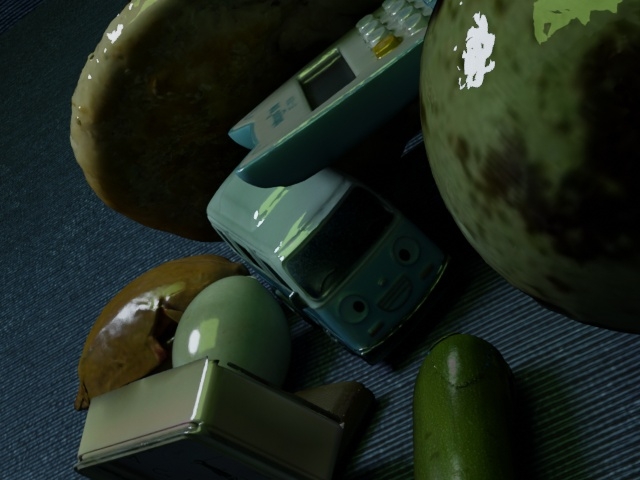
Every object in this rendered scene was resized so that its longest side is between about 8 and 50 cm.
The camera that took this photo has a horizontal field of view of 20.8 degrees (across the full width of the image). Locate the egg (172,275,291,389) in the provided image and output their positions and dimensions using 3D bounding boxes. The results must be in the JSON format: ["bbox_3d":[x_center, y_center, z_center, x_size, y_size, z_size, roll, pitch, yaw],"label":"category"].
[{"bbox_3d":[-0.084,0.103,1.662,0.114,0.114,0.152,-24,46,43],"label":"egg"}]

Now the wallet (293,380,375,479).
[{"bbox_3d":[-0.030,0.211,1.500,0.110,0.031,0.198,-17,36,50],"label":"wallet"}]

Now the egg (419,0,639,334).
[{"bbox_3d":[0.259,-0.132,1.162,0.428,0.345,0.345,-49,22,-21],"label":"egg"}]

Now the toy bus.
[{"bbox_3d":[0.000,0.000,1.628,0.133,0.165,0.271,-48,22,-5],"label":"toy bus"}]

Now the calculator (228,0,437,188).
[{"bbox_3d":[0.082,-0.186,1.547,0.386,0.054,0.256,-41,14,6],"label":"calculator"}]

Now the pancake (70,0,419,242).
[{"bbox_3d":[-0.063,-0.139,1.735,0.387,0.387,0.082,-39,46,17],"label":"pancake"}]

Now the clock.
[{"bbox_3d":[-0.093,0.171,1.442,0.192,0.147,0.071,-21,47,47],"label":"clock"}]

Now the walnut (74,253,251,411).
[{"bbox_3d":[-0.164,0.103,1.788,0.245,0.137,0.137,-39,23,23],"label":"walnut"}]

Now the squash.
[{"bbox_3d":[0.109,0.171,1.257,0.087,0.087,0.331,-36,26,22],"label":"squash"}]

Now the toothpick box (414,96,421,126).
[{"bbox_3d":[-0.030,-0.235,1.885,0.229,0.316,0.229,-37,25,21],"label":"toothpick box"}]
